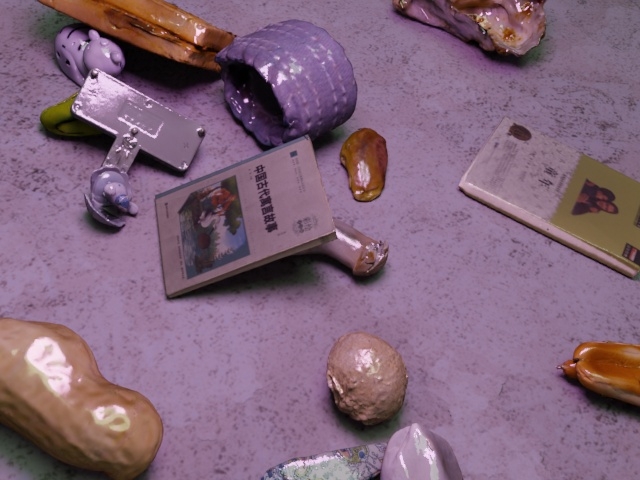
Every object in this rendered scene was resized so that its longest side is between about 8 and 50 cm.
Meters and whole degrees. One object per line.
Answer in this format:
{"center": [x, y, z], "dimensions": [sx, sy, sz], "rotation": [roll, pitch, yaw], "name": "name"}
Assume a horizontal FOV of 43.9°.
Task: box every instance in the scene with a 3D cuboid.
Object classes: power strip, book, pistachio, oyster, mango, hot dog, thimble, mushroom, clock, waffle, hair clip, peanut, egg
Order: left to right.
{"center": [-0.343, 0.192, 1.031], "dimensions": [0.319, 0.147, 0.147], "rotation": [27, 52, 12], "name": "peanut"}
{"center": [-0.403, -0.223, 1.384], "dimensions": [0.165, 0.074, 0.091], "rotation": [-17, 53, -8], "name": "mango"}
{"center": [-0.415, -0.340, 1.439], "dimensions": [0.176, 0.117, 0.080], "rotation": [41, 55, 20], "name": "clock"}
{"center": [-0.316, -0.175, 1.331], "dimensions": [0.215, 0.061, 0.145], "rotation": [27, 82, -16], "name": "power strip"}
{"center": [-0.327, -0.409, 1.464], "dimensions": [0.327, 0.098, 0.224], "rotation": [27, 14, 7], "name": "waffle"}
{"center": [-0.126, -0.040, 1.251], "dimensions": [0.282, 0.025, 0.215], "rotation": [-22, 54, 8], "name": "book"}
{"center": [-0.063, -0.280, 1.412], "dimensions": [0.172, 0.205, 0.236], "rotation": [-29, 64, -28], "name": "thimble"}
{"center": [0.002, -0.002, 1.294], "dimensions": [0.223, 0.081, 0.092], "rotation": [17, 33, -2], "name": "mushroom"}
{"center": [0.027, 0.313, 1.081], "dimensions": [0.229, 0.036, 0.066], "rotation": [-11, 62, -20], "name": "hair clip"}
{"center": [0.080, -0.149, 1.441], "dimensions": [0.089, 0.049, 0.173], "rotation": [10, 51, -3], "name": "pistachio"}
{"center": [0.065, 0.193, 1.138], "dimensions": [0.116, 0.118, 0.140], "rotation": [-29, 65, 19], "name": "egg"}
{"center": [0.126, 0.379, 1.008], "dimensions": [0.118, 0.103, 0.270], "rotation": [29, 51, -28], "name": "mushroom"}
{"center": [0.316, -0.489, 1.702], "dimensions": [0.337, 0.133, 0.198], "rotation": [18, 53, 5], "name": "oyster"}
{"center": [0.456, -0.096, 1.490], "dimensions": [0.352, 0.035, 0.239], "rotation": [28, 50, 11], "name": "book"}
{"center": [0.502, 0.214, 1.237], "dimensions": [0.269, 0.072, 0.109], "rotation": [12, 50, -5], "name": "hot dog"}

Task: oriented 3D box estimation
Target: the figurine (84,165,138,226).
{"center": [-0.333, -0.066, 1.274], "dimensions": [0.082, 0.094, 0.086], "rotation": [-49, 37, 2], "name": "figurine"}
